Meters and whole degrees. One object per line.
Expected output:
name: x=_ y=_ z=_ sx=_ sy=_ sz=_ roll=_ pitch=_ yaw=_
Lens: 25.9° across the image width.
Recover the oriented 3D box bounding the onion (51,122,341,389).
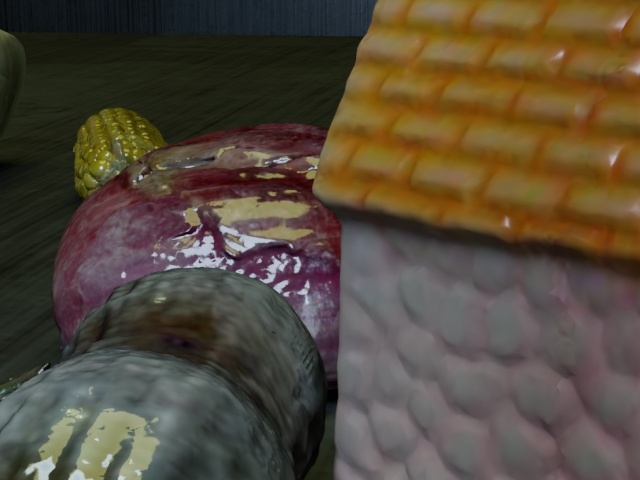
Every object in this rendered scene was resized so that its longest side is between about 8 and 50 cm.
onion: x=0.000 y=0.000 z=0.746 sx=0.284 sy=0.120 sz=0.227 roll=-1 pitch=18 yaw=-3

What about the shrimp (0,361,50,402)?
shrimp: x=-0.154 y=0.077 z=0.574 sx=0.150 sy=0.051 sz=0.217 roll=2 pitch=15 yaw=43

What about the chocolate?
chocolate: x=-0.052 y=0.072 z=0.457 sx=0.110 sy=0.110 sz=0.248 roll=1 pitch=15 yaw=4

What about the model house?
model house: x=0.146 y=-0.001 z=0.483 sx=0.237 sy=0.237 sz=0.202 roll=-9 pitch=14 yaw=-35

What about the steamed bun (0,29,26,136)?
steamed bun: x=-0.378 y=-0.129 z=1.219 sx=0.200 sy=0.154 sz=0.250 roll=14 pitch=13 yaw=10

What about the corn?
corn: x=-0.158 y=-0.063 z=1.106 sx=0.080 sy=0.080 sz=0.238 roll=-3 pitch=15 yaw=-11
